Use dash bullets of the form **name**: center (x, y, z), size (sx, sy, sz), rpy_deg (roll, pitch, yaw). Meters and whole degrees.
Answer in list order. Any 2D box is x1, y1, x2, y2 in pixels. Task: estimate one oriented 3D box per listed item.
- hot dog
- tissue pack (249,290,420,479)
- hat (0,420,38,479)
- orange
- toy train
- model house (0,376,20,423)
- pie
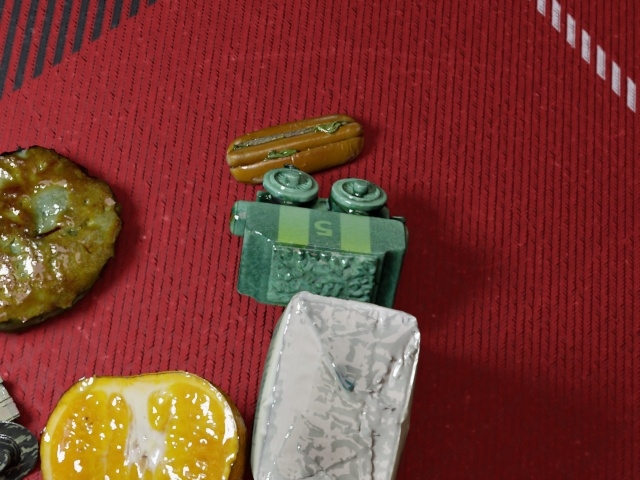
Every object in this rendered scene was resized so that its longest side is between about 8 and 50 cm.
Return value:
- **hot dog**: center (-0.043, -0.162, 2.121), size (0.250, 0.068, 0.100), rpy_deg (-16, 72, -13)
- **tissue pack**: center (0.012, 0.243, 1.793), size (0.207, 0.380, 0.297), rpy_deg (12, 83, -2)
- **hat**: center (-0.495, 0.330, 1.878), size (0.121, 0.050, 0.121), rpy_deg (1, 105, 3)
- **orange**: center (-0.264, 0.320, 1.820), size (0.310, 0.274, 0.274), rpy_deg (-6, 71, -9)
- **toy train**: center (0.000, 0.000, 1.973), size (0.299, 0.167, 0.238), rpy_deg (6, 32, -4)
- **model house**: center (-0.513, 0.258, 1.918), size (0.058, 0.057, 0.083), rpy_deg (-26, 77, -20)
- **pie**: center (-0.496, 0.001, 1.989), size (0.355, 0.103, 0.288), rpy_deg (-26, 75, -19)
